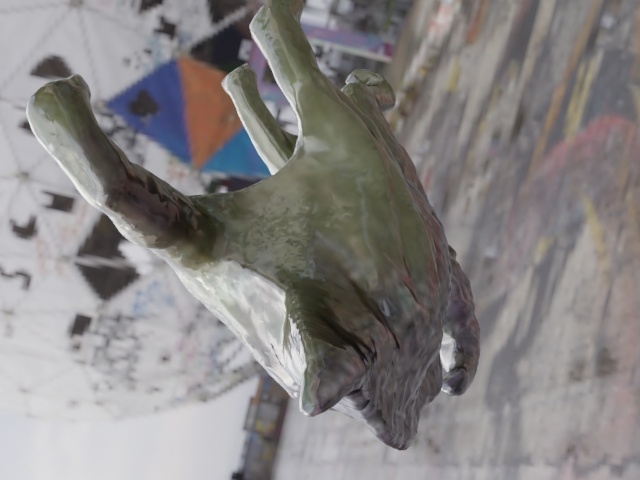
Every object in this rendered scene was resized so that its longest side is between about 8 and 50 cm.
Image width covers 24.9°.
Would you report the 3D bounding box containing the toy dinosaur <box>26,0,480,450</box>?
[{"bbox_3d":[0.007,-0.004,0.538,0.077,0.162,0.294,-32,-4,25],"label":"toy dinosaur"}]
